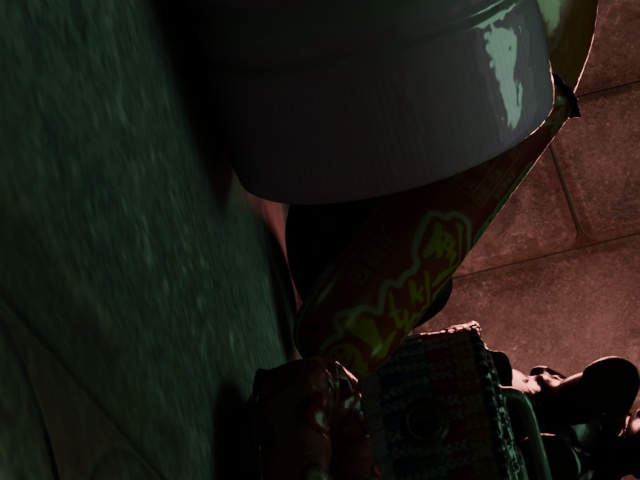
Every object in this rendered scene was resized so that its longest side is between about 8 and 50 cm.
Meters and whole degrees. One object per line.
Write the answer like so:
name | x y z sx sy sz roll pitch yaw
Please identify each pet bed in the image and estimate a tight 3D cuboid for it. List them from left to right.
pet bed | 0.004 0.155 0.531 0.201 0.053 0.201 -9 90 -82

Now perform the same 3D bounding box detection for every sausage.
sausage | 0.066 -0.007 0.779 0.083 0.264 0.083 36 -7 5

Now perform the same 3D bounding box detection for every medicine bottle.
medicine bottle | 0.004 -0.201 0.648 0.202 0.202 0.316 -91 167 -68

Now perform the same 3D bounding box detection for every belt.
belt | 0.128 0.223 1.065 0.207 0.160 0.295 -49 125 -84

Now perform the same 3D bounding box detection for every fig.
fig | 0.018 -0.008 0.858 0.177 0.117 0.117 59 10 -15

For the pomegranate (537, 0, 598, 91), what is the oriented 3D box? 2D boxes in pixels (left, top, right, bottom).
pomegranate | 0.077 -0.178 0.957 0.319 0.319 0.319 -14 90 -85

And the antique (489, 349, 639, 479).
antique | 0.240 0.224 1.379 0.255 0.322 0.185 62 32 -70
